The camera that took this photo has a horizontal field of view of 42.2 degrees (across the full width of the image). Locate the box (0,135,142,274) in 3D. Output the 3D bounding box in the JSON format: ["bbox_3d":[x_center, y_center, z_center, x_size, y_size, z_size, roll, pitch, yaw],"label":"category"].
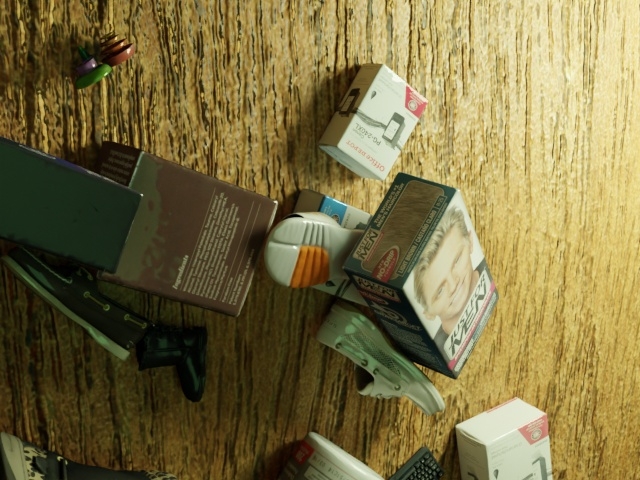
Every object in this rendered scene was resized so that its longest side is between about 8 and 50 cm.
[{"bbox_3d":[-0.341,-0.057,0.956,0.184,0.261,0.103,18,91,-32],"label":"box"}]

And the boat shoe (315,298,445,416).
[{"bbox_3d":[0.094,0.215,1.372,0.277,0.098,0.096,44,78,-20],"label":"boat shoe"}]

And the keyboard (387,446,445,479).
[{"bbox_3d":[0.152,0.468,1.499,0.180,0.023,0.108,-39,117,-17],"label":"keyboard"}]

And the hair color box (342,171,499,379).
[{"bbox_3d":[0.169,0.066,1.284,0.174,0.105,0.347,-59,147,-17],"label":"hair color box"}]

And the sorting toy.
[{"bbox_3d":[-0.287,-0.236,1.068,0.102,0.061,0.042,-51,122,-38],"label":"sorting toy"}]

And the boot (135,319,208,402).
[{"bbox_3d":[-0.218,0.177,1.207,0.099,0.045,0.121,3,92,-33],"label":"boot"}]

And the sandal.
[{"bbox_3d":[-0.004,0.010,1.190,0.265,0.076,0.102,7,112,-52],"label":"sandal"}]

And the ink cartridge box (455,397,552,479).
[{"bbox_3d":[0.350,0.433,1.568,0.158,0.092,0.218,-18,111,-26],"label":"ink cartridge box"}]

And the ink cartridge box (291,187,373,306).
[{"bbox_3d":[0.039,0.018,1.301,0.190,0.082,0.140,21,89,-31],"label":"ink cartridge box"}]

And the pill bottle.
[{"bbox_3d":[-0.029,0.464,1.311,0.161,0.161,0.283,39,80,-31],"label":"pill bottle"}]

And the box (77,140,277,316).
[{"bbox_3d":[-0.199,-0.017,1.103,0.203,0.168,0.167,20,91,-32],"label":"box"}]

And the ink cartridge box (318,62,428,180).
[{"bbox_3d":[0.082,-0.182,1.293,0.109,0.063,0.150,32,84,-32],"label":"ink cartridge box"}]

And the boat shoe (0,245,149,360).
[{"bbox_3d":[-0.323,0.072,1.106,0.069,0.081,0.228,-52,127,-14],"label":"boat shoe"}]

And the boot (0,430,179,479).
[{"bbox_3d":[-0.277,0.399,1.043,0.284,0.377,0.138,23,101,-37],"label":"boot"}]
